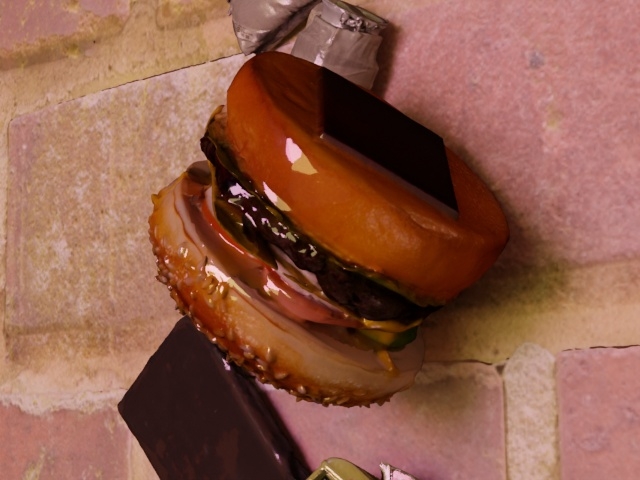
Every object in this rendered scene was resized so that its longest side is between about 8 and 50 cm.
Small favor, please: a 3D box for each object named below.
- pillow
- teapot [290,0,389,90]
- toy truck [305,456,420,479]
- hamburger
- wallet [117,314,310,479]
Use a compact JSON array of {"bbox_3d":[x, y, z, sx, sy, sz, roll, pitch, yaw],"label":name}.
[{"bbox_3d":[-0.053,-0.314,1.429,0.148,0.050,0.230,-31,64,30],"label":"pillow"},{"bbox_3d":[-0.009,-0.132,1.348,0.200,0.077,0.107,-66,28,15],"label":"teapot"},{"bbox_3d":[0.060,0.259,1.206,0.191,0.085,0.116,39,88,30],"label":"toy truck"},{"bbox_3d":[0.000,0.000,1.186,0.225,0.291,0.291,-52,53,20],"label":"hamburger"},{"bbox_3d":[-0.092,0.224,1.398,0.165,0.042,0.309,-54,53,25],"label":"wallet"}]
